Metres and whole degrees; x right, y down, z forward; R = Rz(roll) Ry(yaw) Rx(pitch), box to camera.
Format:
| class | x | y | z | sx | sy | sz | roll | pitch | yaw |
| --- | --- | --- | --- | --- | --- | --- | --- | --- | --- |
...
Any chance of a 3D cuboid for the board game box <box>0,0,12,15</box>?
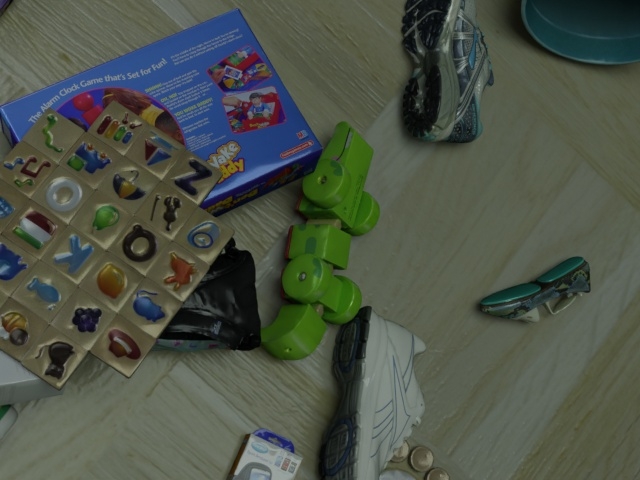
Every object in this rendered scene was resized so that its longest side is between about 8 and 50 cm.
| class | x | y | z | sx | sy | sz | roll | pitch | yaw |
| --- | --- | --- | --- | --- | --- | --- | --- | --- | --- |
| board game box | -0.469 | -0.345 | 1.664 | 0.141 | 0.048 | 0.170 | 35 | 71 | -9 |

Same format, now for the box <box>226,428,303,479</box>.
| class | x | y | z | sx | sy | sz | roll | pitch | yaw |
| --- | --- | --- | --- | --- | --- | --- | --- | --- | --- |
| box | -0.080 | 0.319 | 1.691 | 0.081 | 0.028 | 0.136 | 27 | 74 | -13 |

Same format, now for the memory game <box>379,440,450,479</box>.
| class | x | y | z | sx | sy | sz | roll | pitch | yaw |
| --- | --- | --- | --- | --- | --- | --- | --- | --- | --- |
| memory game | 0.100 | 0.361 | 1.755 | 0.186 | 0.012 | 0.186 | 4 | 79 | -19 |

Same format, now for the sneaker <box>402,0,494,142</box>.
| class | x | y | z | sx | sy | sz | roll | pitch | yaw |
| --- | --- | --- | --- | --- | --- | --- | --- | --- | --- |
| sneaker | 0.193 | -0.273 | 1.870 | 0.122 | 0.110 | 0.283 | 14 | 78 | -35 |

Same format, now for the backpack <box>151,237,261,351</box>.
| class | x | y | z | sx | sy | sz | roll | pitch | yaw |
| --- | --- | --- | --- | --- | --- | --- | --- | --- | --- |
| backpack | -0.176 | 0.085 | 1.654 | 0.182 | 0.115 | 0.152 | -3 | 70 | -19 |

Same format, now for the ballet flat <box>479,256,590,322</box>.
| class | x | y | z | sx | sy | sz | roll | pitch | yaw |
| --- | --- | --- | --- | --- | --- | --- | --- | --- | --- |
| ballet flat | 0.319 | 0.085 | 1.857 | 0.188 | 0.070 | 0.070 | -22 | 88 | -18 |

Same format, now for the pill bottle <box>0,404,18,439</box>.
| class | x | y | z | sx | sy | sz | roll | pitch | yaw |
| --- | --- | --- | --- | --- | --- | --- | --- | --- | --- |
| pill bottle | -0.477 | 0.186 | 1.528 | 0.208 | 0.117 | 0.117 | 41 | 70 | -8 |

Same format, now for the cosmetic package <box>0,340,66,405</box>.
| class | x | y | z | sx | sy | sz | roll | pitch | yaw |
| --- | --- | --- | --- | --- | --- | --- | --- | --- | --- |
| cosmetic package | -0.385 | 0.082 | 1.558 | 0.099 | 0.060 | 0.239 | -8 | 58 | -25 |

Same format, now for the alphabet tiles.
| class | x | y | z | sx | sy | sz | roll | pitch | yaw |
| --- | --- | --- | --- | --- | --- | --- | --- | --- | --- |
| alphabet tiles | -0.282 | -0.002 | 1.549 | 0.285 | 0.011 | 0.342 | 33 | 67 | 4 |

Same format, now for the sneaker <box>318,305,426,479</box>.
| class | x | y | z | sx | sy | sz | roll | pitch | yaw |
| --- | --- | --- | --- | --- | --- | --- | --- | --- | --- |
| sneaker | 0.080 | 0.239 | 1.715 | 0.129 | 0.111 | 0.297 | 19 | 70 | -23 |

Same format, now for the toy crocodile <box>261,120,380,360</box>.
| class | x | y | z | sx | sy | sz | roll | pitch | yaw |
| --- | --- | --- | --- | --- | --- | --- | --- | --- | --- |
| toy crocodile | 0.000 | 0.000 | 1.743 | 0.115 | 0.105 | 0.341 | 36 | 63 | -52 |

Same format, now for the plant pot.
| class | x | y | z | sx | sy | sz | roll | pitch | yaw |
| --- | --- | --- | --- | --- | --- | --- | --- | --- | --- |
| plant pot | 0.439 | -0.444 | 1.898 | 0.271 | 0.271 | 0.255 | 15 | 62 | -16 |

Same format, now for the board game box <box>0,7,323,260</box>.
| class | x | y | z | sx | sy | sz | roll | pitch | yaw |
| --- | --- | --- | --- | --- | --- | --- | --- | --- | --- |
| board game box | -0.206 | -0.131 | 1.660 | 0.347 | 0.078 | 0.233 | -25 | 75 | -17 |
